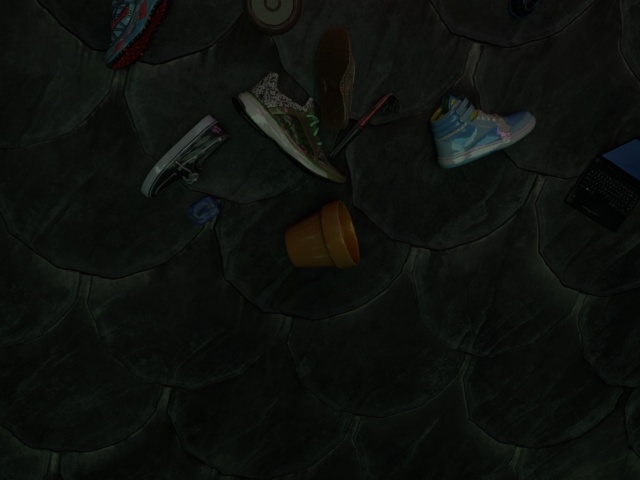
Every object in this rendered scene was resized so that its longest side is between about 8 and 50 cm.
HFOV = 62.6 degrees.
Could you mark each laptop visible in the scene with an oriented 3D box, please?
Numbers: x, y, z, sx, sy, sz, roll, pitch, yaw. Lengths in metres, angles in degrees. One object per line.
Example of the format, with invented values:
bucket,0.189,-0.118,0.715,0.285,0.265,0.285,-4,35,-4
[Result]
laptop,0.978,-0.170,1.687,0.234,0.137,0.265,28,102,-13

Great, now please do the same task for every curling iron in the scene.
curling iron,0.135,-0.344,1.596,0.274,0.035,0.068,-40,107,6

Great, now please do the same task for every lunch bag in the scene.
lunch bag,-0.351,-0.094,1.604,0.098,0.065,0.067,-34,108,5

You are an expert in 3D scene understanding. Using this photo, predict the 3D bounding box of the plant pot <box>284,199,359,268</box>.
plant pot,0.000,0.000,1.614,0.187,0.205,0.205,-15,109,14

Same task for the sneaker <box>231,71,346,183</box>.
sneaker,-0.053,-0.326,1.531,0.410,0.158,0.182,41,90,-18

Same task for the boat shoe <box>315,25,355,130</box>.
boat shoe,0.047,-0.467,1.532,0.104,0.089,0.286,8,105,18

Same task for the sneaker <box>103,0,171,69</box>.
sneaker,-0.520,-0.590,1.433,0.125,0.104,0.262,38,96,2

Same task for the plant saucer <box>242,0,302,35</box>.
plant saucer,-0.135,-0.664,1.473,0.168,0.029,0.169,-1,106,-5

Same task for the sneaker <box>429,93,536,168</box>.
sneaker,0.478,-0.367,1.580,0.318,0.127,0.208,-25,109,1

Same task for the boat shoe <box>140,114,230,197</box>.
boat shoe,-0.389,-0.222,1.537,0.306,0.113,0.105,-45,92,-2

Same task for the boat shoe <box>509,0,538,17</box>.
boat shoe,0.641,-0.760,1.494,0.108,0.089,0.259,16,105,-11
